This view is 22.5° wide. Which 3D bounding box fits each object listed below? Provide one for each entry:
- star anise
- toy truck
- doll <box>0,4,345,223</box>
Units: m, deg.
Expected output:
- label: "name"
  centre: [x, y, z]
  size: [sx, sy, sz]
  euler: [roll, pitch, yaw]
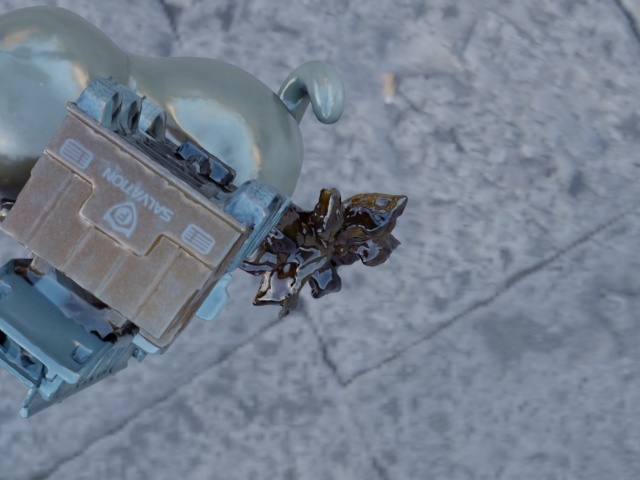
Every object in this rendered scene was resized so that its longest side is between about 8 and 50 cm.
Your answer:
- label: "star anise"
  centre: [0.000, 0.000, 1.372]
  size: [0.168, 0.168, 0.057]
  euler: [-44, 54, 21]
- label: "toy truck"
  centre: [-0.124, 0.011, 1.032]
  size: [0.133, 0.338, 0.184]
  euler: [35, 91, 0]
- label: "doll"
  centre: [-0.182, -0.090, 1.522]
  size: [0.215, 0.370, 0.226]
  euler: [-178, 97, -69]
